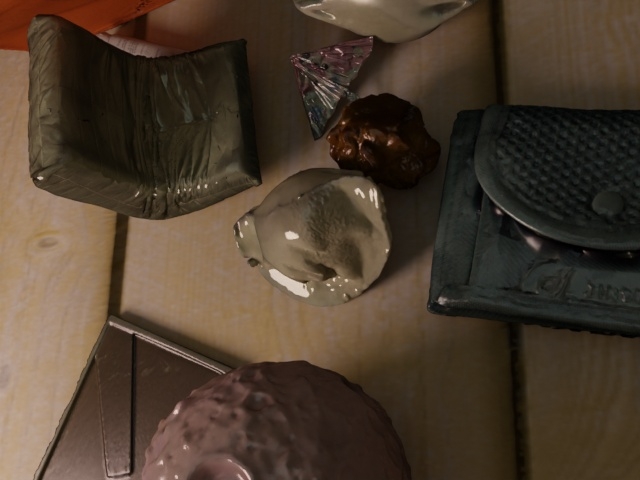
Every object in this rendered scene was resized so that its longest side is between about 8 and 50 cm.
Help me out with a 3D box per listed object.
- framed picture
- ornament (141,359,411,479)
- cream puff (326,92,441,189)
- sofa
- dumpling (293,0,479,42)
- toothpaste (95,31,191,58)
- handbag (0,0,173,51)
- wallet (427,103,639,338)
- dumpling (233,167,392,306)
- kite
[{"bbox_3d":[-0.225,0.237,0.902,0.192,0.018,0.266,20,82,24],"label":"framed picture"},{"bbox_3d":[-0.045,0.236,0.722,0.259,0.225,0.260,-5,72,17],"label":"ornament"},{"bbox_3d":[0.069,-0.103,0.858,0.122,0.094,0.116,-9,40,2],"label":"cream puff"},{"bbox_3d":[-0.203,-0.146,0.890,0.175,0.225,0.210,-19,67,31],"label":"sofa"},{"bbox_3d":[0.088,-0.299,0.910,0.228,0.124,0.151,12,42,18],"label":"dumpling"},{"bbox_3d":[-0.221,-0.245,1.042,0.190,0.031,0.048,20,94,21],"label":"toothpaste"},{"bbox_3d":[-0.312,-0.315,0.890,0.303,0.410,0.116,-18,99,13],"label":"handbag"},{"bbox_3d":[0.284,-0.025,0.771,0.341,0.075,0.237,6,73,22],"label":"wallet"},{"bbox_3d":[0.000,0.001,0.845,0.111,0.155,0.181,-35,21,-25],"label":"dumpling"},{"bbox_3d":[0.027,-0.176,0.918,0.156,0.011,0.139,36,110,7],"label":"kite"}]
